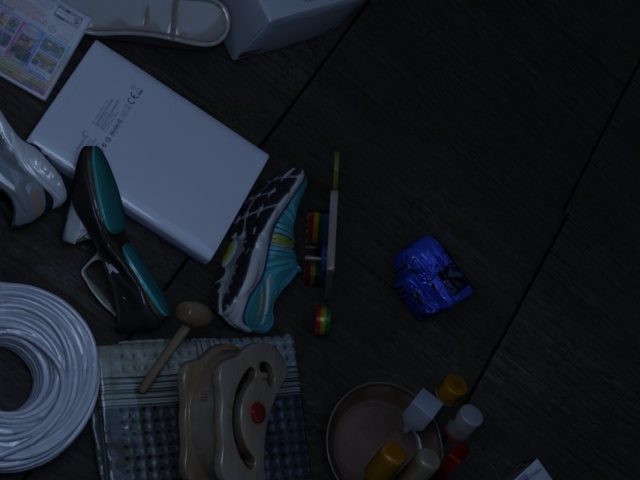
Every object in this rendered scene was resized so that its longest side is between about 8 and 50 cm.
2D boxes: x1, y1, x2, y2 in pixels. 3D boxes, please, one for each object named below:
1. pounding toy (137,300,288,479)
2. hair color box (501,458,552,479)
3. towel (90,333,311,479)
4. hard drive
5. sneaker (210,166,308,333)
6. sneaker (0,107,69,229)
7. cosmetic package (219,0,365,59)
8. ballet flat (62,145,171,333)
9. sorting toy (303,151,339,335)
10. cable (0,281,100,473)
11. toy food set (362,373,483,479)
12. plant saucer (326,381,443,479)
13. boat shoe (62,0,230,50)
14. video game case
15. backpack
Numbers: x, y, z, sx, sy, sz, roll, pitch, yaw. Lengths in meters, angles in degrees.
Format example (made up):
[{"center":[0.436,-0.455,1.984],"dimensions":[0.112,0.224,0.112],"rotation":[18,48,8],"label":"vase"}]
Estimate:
[{"center":[-0.148,0.221,1.804],"dimensions":[0.154,0.155,0.269],"rotation":[7,79,-55],"label":"pounding toy"},{"center":[0.348,0.439,2.032],"dimensions":[0.093,0.053,0.167],"rotation":[-35,90,-30],"label":"hair color box"},{"center":[-0.169,0.289,1.845],"dimensions":[0.324,0.056,0.312],"rotation":[0,75,-28],"label":"towel"},{"center":[-0.258,-0.133,1.950],"dimensions":[0.319,0.040,0.210],"rotation":[34,61,-11],"label":"hard drive"},{"center":[-0.080,0.014,1.968],"dimensions":[0.110,0.107,0.275],"rotation":[36,63,-33],"label":"sneaker"},{"center":[-0.479,-0.130,1.810],"dimensions":[0.271,0.100,0.108],"rotation":[46,64,-5],"label":"sneaker"},{"center":[-0.109,-0.507,2.090],"dimensions":[0.217,0.156,0.385],"rotation":[-24,83,-32],"label":"cosmetic package"},{"center":[-0.309,0.007,1.838],"dimensions":[0.096,0.095,0.280],"rotation":[-23,89,10],"label":"ballet flat"},{"center":[0.000,0.000,1.982],"dimensions":[0.046,0.132,0.274],"rotation":[4,67,-1],"label":"sorting toy"},{"center":[-0.426,0.184,1.727],"dimensions":[0.257,0.089,0.257],"rotation":[-5,73,-28],"label":"cable"},{"center":[0.156,0.308,1.938],"dimensions":[0.111,0.104,0.232],"rotation":[38,41,6],"label":"toy food set"},{"center":[0.092,0.315,1.962],"dimensions":[0.199,0.036,0.198],"rotation":[9,69,-23],"label":"plant saucer"},{"center":[-0.306,-0.356,1.990],"dimensions":[0.335,0.095,0.112],"rotation":[11,89,-18],"label":"boat shoe"},{"center":[-0.439,-0.305,1.899],"dimensions":[0.157,0.019,0.143],"rotation":[30,91,-14],"label":"video game case"},{"center":[0.169,0.058,2.057],"dimensions":[0.101,0.098,0.120],"rotation":[-30,88,-27],"label":"backpack"}]
